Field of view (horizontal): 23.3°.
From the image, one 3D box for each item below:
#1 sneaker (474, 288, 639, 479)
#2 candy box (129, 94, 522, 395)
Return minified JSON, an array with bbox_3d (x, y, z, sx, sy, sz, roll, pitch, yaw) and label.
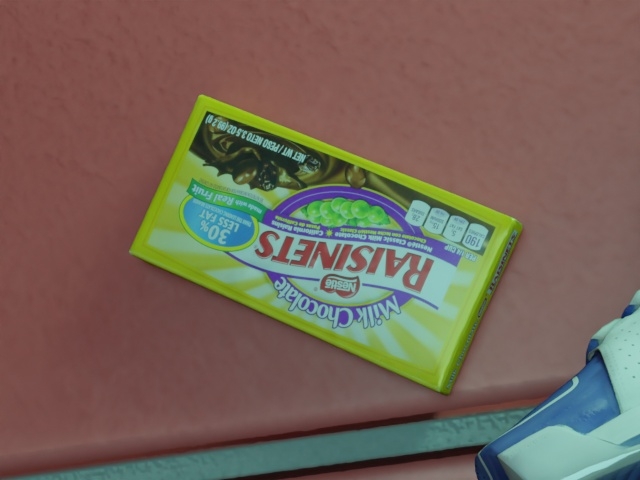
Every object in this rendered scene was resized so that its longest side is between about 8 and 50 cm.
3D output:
[{"bbox_3d":[0.197,0.035,0.741,0.315,0.127,0.182,-29,41,-13],"label":"sneaker"},{"bbox_3d":[0.000,0.000,0.882,0.206,0.027,0.105,22,88,20],"label":"candy box"}]
